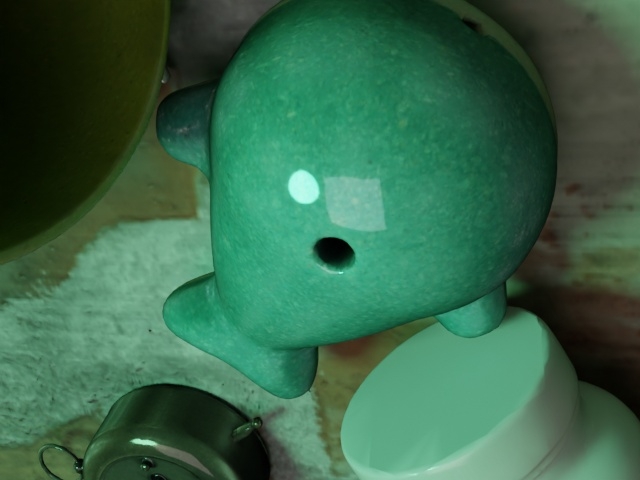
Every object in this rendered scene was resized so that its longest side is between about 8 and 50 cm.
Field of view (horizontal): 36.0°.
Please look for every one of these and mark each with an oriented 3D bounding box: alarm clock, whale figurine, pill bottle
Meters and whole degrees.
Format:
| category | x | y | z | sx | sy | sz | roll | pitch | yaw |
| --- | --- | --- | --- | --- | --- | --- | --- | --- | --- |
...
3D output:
| category | x | y | z | sx | sy | sz | roll | pitch | yaw |
| --- | --- | --- | --- | --- | --- | --- | --- | --- | --- |
| alarm clock | -0.124 | 0.171 | 0.715 | 0.192 | 0.064 | 0.129 | 1 | 123 | 20 |
| whale figurine | 0.000 | 0.000 | 0.509 | 0.216 | 0.141 | 0.272 | 33 | 127 | -7 |
| pill bottle | 0.139 | 0.184 | 0.578 | 0.162 | 0.162 | 0.278 | -23 | 114 | 29 |

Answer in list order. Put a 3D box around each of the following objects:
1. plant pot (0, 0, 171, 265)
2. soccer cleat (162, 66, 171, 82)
| category | x | y | z | sx | sy | sz | roll | pitch | yaw |
| --- | --- | --- | --- | --- | --- | --- | --- | --- | --- |
| plant pot | -0.272 | -0.117 | 0.462 | 0.293 | 0.275 | 0.275 | -2 | 124 | 36 |
| soccer cleat | -0.121 | -0.085 | 0.560 | 0.083 | 0.029 | 0.036 | -30 | 106 | 26 |
